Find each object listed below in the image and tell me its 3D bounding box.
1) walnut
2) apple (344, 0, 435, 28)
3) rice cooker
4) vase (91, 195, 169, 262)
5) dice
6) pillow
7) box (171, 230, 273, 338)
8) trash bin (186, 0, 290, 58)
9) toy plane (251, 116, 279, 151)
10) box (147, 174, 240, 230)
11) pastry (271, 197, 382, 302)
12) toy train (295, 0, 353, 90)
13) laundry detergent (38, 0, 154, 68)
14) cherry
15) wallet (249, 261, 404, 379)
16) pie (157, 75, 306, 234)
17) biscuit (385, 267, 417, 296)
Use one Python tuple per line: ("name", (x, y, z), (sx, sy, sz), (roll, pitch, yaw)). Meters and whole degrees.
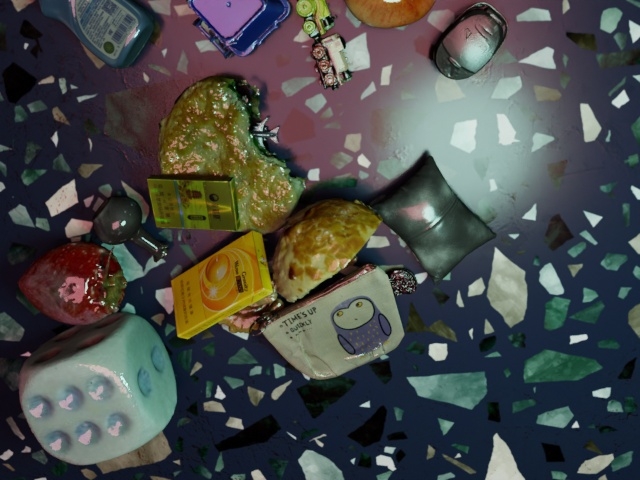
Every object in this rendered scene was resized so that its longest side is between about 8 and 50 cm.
("walnut", (-0.174, 0.145, 1.666), (0.170, 0.069, 0.143), (-15, 104, 6))
("apple", (0.140, -0.525, 1.400), (0.209, 0.164, 0.209), (0, 104, 2))
("rice cooker", (0.308, -0.410, 1.458), (0.112, 0.106, 0.165), (42, 100, -9))
("vase", (-0.429, -0.020, 1.612), (0.183, 0.120, 0.120), (39, 105, -23))
("dice", (-0.510, 0.339, 1.639), (0.268, 0.262, 0.264), (-17, 106, 7))
("pillow", (0.254, -0.040, 1.570), (0.186, 0.106, 0.250), (-42, 103, 6))
("box", (-0.229, 0.103, 1.588), (0.269, 0.152, 0.043), (-31, 148, 27))
("trash bin", (-0.175, -0.459, 1.397), (0.184, 0.234, 0.162), (-42, 101, 13))
("toy plane", (-0.135, -0.237, 1.568), (0.083, 0.031, 0.078), (5, 107, 1))
("box", (-0.278, -0.083, 1.547), (0.193, 0.030, 0.121), (3, 120, 13))
("pastry", (-0.002, 0.001, 1.514), (0.170, 0.256, 0.237), (50, 148, 4))
("toy train", (0.001, -0.442, 1.489), (0.085, 0.053, 0.249), (-20, 105, 3))
("laundry detergent", (-0.501, -0.500, 1.482), (0.290, 0.094, 0.143), (38, 111, -5))
("cherry", (-0.572, 0.096, 1.613), (0.250, 0.175, 0.192), (-2, 109, 1))
("wallet", (0.035, 0.206, 1.647), (0.335, 0.068, 0.275), (-28, 124, 7))
("pie", (-0.207, -0.168, 1.551), (0.296, 0.078, 0.371), (-24, 107, 18))
("biscuit", (0.182, 0.106, 1.657), (0.087, 0.027, 0.089), (23, 106, -3))
